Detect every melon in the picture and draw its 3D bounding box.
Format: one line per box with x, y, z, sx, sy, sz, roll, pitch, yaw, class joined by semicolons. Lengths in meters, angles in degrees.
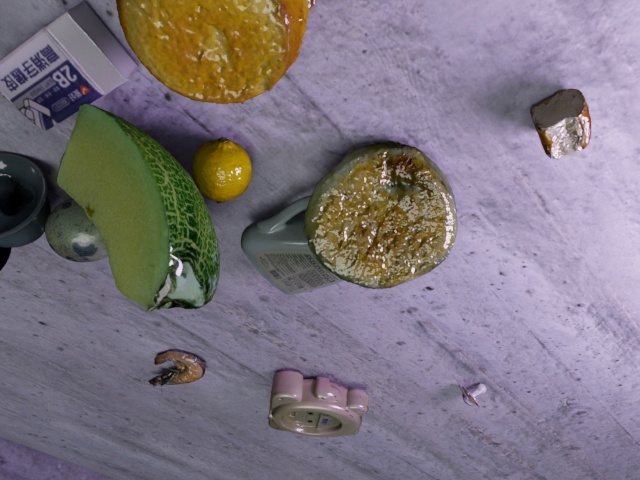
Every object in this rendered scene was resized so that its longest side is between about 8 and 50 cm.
-0.285;-0.026;0.774;0.344;0.226;0.331;34;144;26;melon

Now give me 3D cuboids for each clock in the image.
-0.013;0.542;1.489;0.310;0.114;0.283;8;134;-2;clock

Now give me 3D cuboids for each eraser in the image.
-0.420;-0.276;0.748;0.210;0.067;0.124;-18;127;25;eraser

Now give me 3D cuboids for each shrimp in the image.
-0.482;0.415;1.481;0.251;0.052;0.143;-26;116;21;shrimp

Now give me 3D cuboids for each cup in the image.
-0.641;-0.058;0.948;0.199;0.198;0.150;10;154;-1;cup

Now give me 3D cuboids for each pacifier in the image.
0.453;0.448;1.356;0.078;0.081;0.099;-38;153;0;pacifier

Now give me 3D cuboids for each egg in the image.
-0.482;-0.027;0.960;0.182;0.141;0.141;-13;132;16;egg

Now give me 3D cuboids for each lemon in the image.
-0.178;-0.128;0.832;0.109;0.109;0.133;13;127;-4;lemon

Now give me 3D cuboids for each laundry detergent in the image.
0.000;0.000;0.934;0.281;0.105;0.215;-22;127;28;laundry detergent

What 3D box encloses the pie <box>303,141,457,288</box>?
0.111;-0.037;0.831;0.278;0.078;0.276;0;106;1;pie

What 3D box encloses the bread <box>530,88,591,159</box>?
0.374;-0.180;0.709;0.077;0.083;0.070;-23;131;29;bread

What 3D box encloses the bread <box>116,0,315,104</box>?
-0.143;-0.305;0.622;0.269;0.145;0.268;6;139;5;bread

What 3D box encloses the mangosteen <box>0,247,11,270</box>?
-0.815;0.003;1.021;0.250;0.211;0.211;4;143;44;mangosteen
